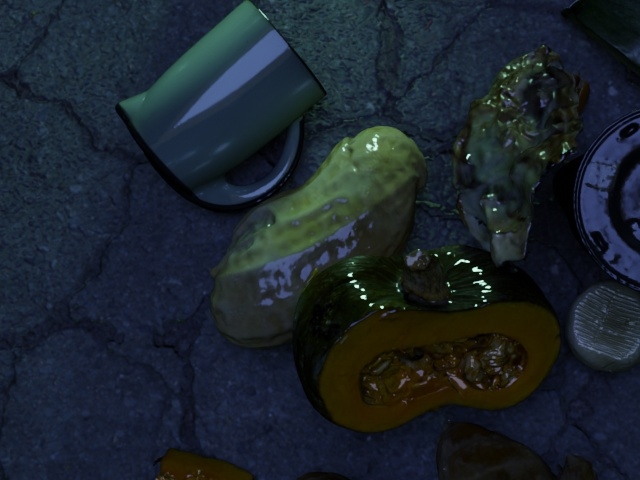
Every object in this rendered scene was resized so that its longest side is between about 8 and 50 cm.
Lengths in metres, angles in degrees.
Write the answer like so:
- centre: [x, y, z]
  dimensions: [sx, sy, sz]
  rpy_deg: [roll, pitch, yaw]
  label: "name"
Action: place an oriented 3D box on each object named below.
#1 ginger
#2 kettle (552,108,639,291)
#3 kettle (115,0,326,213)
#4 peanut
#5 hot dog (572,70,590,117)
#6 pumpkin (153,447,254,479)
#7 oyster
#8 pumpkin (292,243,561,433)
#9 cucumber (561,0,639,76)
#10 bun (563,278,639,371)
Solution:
- centre: [0.150, 0.340, 1.633]
  dimensions: [0.375, 0.176, 0.256]
  rpy_deg: [-23, 60, 4]
  label: "ginger"
- centre: [0.411, -0.053, 1.582]
  dimensions: [0.262, 0.308, 0.203]
  rpy_deg: [-14, 90, 7]
  label: "kettle"
- centre: [-0.115, -0.156, 1.793]
  dimensions: [0.236, 0.161, 0.221]
  rpy_deg: [-40, 106, 1]
  label: "kettle"
- centre: [0.003, 0.004, 1.734]
  dimensions: [0.340, 0.158, 0.174]
  rpy_deg: [-34, 39, -3]
  label: "peanut"
- centre: [0.305, -0.158, 1.770]
  dimensions: [0.056, 0.041, 0.133]
  rpy_deg: [25, 84, 14]
  label: "hot dog"
- centre: [-0.201, 0.390, 1.669]
  dimensions: [0.139, 0.190, 0.280]
  rpy_deg: [18, 82, 14]
  label: "pumpkin"
- centre: [0.225, -0.117, 1.670]
  dimensions: [0.107, 0.354, 0.201]
  rpy_deg: [28, 122, -11]
  label: "oyster"
- centre: [0.123, 0.098, 1.633]
  dimensions: [0.317, 0.139, 0.222]
  rpy_deg: [-6, 116, -13]
  label: "pumpkin"
- centre: [0.454, -0.234, 1.733]
  dimensions: [0.325, 0.105, 0.145]
  rpy_deg: [42, 89, 17]
  label: "cucumber"
- centre: [0.356, 0.106, 1.694]
  dimensions: [0.115, 0.069, 0.115]
  rpy_deg: [-2, 77, 8]
  label: "bun"
